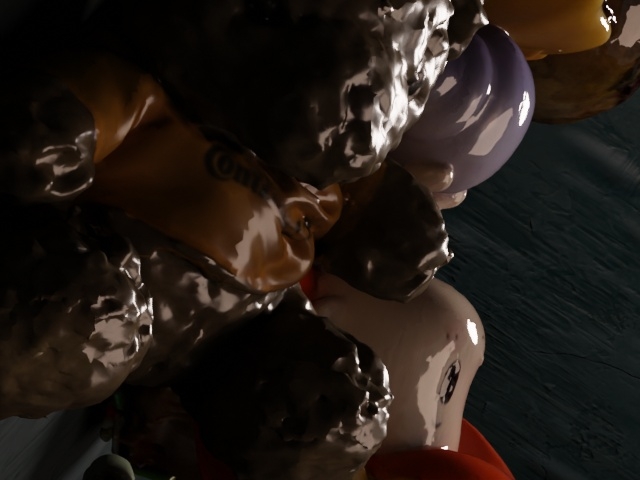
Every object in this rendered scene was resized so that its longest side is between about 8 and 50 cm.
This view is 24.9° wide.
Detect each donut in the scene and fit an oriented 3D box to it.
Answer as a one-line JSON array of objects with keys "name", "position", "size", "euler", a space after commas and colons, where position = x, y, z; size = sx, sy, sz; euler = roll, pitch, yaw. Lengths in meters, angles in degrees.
[{"name": "donut", "position": [-0.053, 0.078, 1.147], "size": [0.259, 0.136, 0.345], "euler": [-61, 174, 25]}]

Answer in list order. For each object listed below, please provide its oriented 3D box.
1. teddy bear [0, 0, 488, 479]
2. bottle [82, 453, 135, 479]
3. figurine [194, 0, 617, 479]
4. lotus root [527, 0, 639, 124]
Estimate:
[{"name": "teddy bear", "position": [-0.031, -0.031, 0.455], "size": [0.190, 0.177, 0.140], "euler": [-56, -138, 16]}, {"name": "bottle", "position": [-0.144, 0.244, 0.590], "size": [0.351, 0.229, 0.229], "euler": [-49, 176, -4]}, {"name": "figurine", "position": [0.005, 0.002, 0.607], "size": [0.181, 0.208, 0.257], "euler": [177, -69, -72]}, {"name": "lotus root", "position": [0.164, -0.195, 0.950], "size": [0.272, 0.192, 0.272], "euler": [-46, 171, -10]}]
